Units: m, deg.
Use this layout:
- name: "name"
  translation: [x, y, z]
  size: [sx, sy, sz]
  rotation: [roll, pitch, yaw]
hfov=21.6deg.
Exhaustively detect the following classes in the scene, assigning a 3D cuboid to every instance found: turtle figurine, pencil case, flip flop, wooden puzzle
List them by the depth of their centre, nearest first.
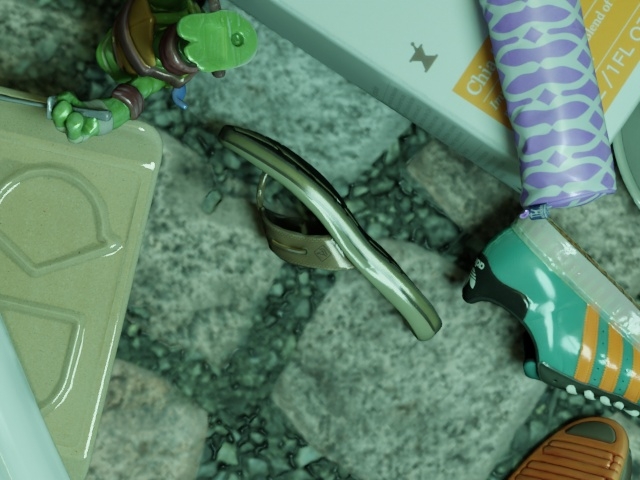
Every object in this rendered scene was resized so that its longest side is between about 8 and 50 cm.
- name: "pencil case"
  translation: [0.189, -0.122, 1.405]
  size: [0.086, 0.088, 0.206]
  rotation: [-8, 88, -38]
- name: "turtle figurine"
  translation: [-0.181, -0.192, 1.416]
  size: [0.275, 0.266, 0.197]
  rotation: [39, 65, -22]
- name: "wooden puzzle"
  translation: [-0.335, 0.029, 1.524]
  size: [0.322, 0.080, 0.347]
  rotation: [13, 89, -7]
- name: "flip flop"
  translation: [0.000, 0.000, 1.565]
  size: [0.080, 0.112, 0.277]
  rotation: [-42, 99, 6]

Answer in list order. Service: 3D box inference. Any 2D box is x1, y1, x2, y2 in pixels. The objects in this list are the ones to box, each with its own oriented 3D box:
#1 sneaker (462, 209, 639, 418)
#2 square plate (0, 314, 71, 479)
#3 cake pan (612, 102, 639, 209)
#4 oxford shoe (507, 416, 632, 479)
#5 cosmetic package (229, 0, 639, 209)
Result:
- name: "sneaker"
  translation: [0.261, 0.107, 1.596]
  size: [0.121, 0.108, 0.302]
  rotation: [-44, 98, 9]
- name: "square plate"
  translation: [-0.394, 0.239, 1.468]
  size: [0.344, 0.049, 0.347]
  rotation: [-22, 100, -2]
- name: "cake pan"
  translation: [0.419, -0.113, 1.648]
  size: [0.293, 0.054, 0.293]
  rotation: [1, 87, -8]
- name: "oxford shoe"
  translation: [0.213, 0.342, 1.578]
  size: [0.133, 0.130, 0.363]
  rotation: [37, 73, -37]
- name: "cosmetic package"
  translation: [0.093, -0.246, 1.527]
  size: [0.453, 0.161, 0.230]
  rotation: [33, 87, 1]
